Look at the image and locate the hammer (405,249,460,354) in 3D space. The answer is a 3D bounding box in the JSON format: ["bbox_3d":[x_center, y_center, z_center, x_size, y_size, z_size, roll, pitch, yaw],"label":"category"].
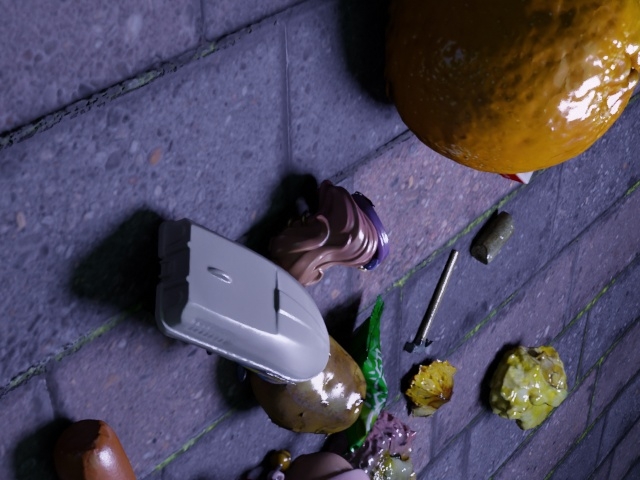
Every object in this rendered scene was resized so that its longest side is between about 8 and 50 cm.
[{"bbox_3d":[0.190,0.101,1.666,0.062,0.017,0.182,18,95,-58],"label":"hammer"}]

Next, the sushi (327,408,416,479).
[{"bbox_3d":[0.071,0.384,1.608,0.161,0.107,0.241,-15,123,-46],"label":"sushi"}]

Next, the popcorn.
[{"bbox_3d":[0.394,0.284,1.986,0.173,0.142,0.173,-39,164,-14],"label":"popcorn"}]

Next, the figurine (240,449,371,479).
[{"bbox_3d":[0.000,0.364,1.402,0.176,0.186,0.287,-25,157,15],"label":"figurine"}]

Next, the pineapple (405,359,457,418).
[{"bbox_3d":[0.187,0.263,1.725,0.114,0.077,0.114,-22,142,-42],"label":"pineapple"}]

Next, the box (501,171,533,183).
[{"bbox_3d":[0.292,-0.180,1.591,0.229,0.050,0.123,29,85,-57],"label":"box"}]

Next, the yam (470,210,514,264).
[{"bbox_3d":[0.291,-0.004,1.717,0.094,0.043,0.043,-47,144,-24],"label":"yam"}]

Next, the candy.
[{"bbox_3d":[0.058,0.193,1.456,0.141,0.078,0.203,-93,-172,-59],"label":"candy"}]

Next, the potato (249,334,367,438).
[{"bbox_3d":[-0.020,0.180,1.324,0.137,0.137,0.176,-54,125,-17],"label":"potato"}]

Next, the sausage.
[{"bbox_3d":[-0.236,0.273,1.118,0.076,0.076,0.197,-42,143,-31],"label":"sausage"}]

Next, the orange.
[{"bbox_3d":[0.252,-0.243,1.262,0.341,0.293,0.340,-35,140,-37],"label":"orange"}]

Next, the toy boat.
[{"bbox_3d":[-0.095,0.084,1.139,0.140,0.141,0.269,-59,143,-10],"label":"toy boat"}]

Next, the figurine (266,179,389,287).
[{"bbox_3d":[0.006,-0.006,1.246,0.157,0.126,0.114,-17,158,-35],"label":"figurine"}]
